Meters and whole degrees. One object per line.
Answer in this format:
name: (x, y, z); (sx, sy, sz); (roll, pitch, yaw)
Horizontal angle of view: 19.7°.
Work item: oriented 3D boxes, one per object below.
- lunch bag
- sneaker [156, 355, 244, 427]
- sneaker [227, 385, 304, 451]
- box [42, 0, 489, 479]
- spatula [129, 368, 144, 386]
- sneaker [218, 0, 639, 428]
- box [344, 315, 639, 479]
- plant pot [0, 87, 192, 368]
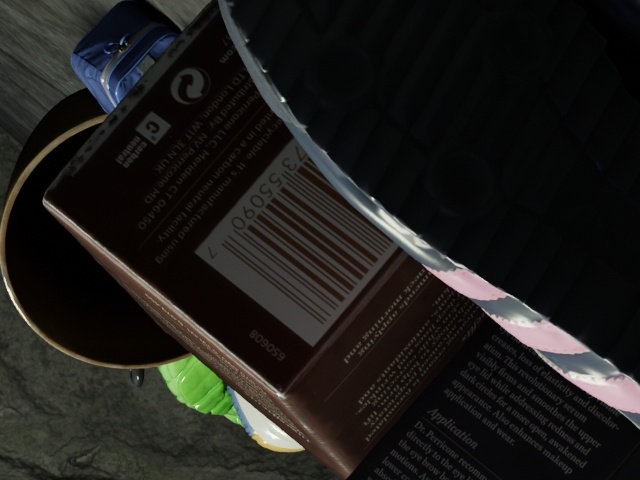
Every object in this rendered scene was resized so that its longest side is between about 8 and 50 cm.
lunch bag: (-0.121, -0.115, 1.274); (0.065, 0.067, 0.098); (36, 170, 33)
sneaker: (-0.130, 0.077, 2.014); (0.202, 0.185, 0.483); (41, 170, 16)
sneaker: (-0.049, 0.034, 1.625); (0.131, 0.112, 0.296); (-42, 74, 48)
box: (0.000, 0.000, 0.933); (0.167, 0.168, 0.203); (37, 171, 24)
spatula: (-0.223, 0.017, 2.037); (0.084, 0.030, 0.296); (-174, 72, -76)
sneaker: (0.081, -0.010, 0.685); (0.319, 0.112, 0.131); (43, 170, -4)
box: (0.116, 0.124, 0.919); (0.108, 0.207, 0.153); (36, 170, 34)
plant pot: (-0.162, -0.043, 1.502); (0.215, 0.215, 0.230); (45, -173, -26)
